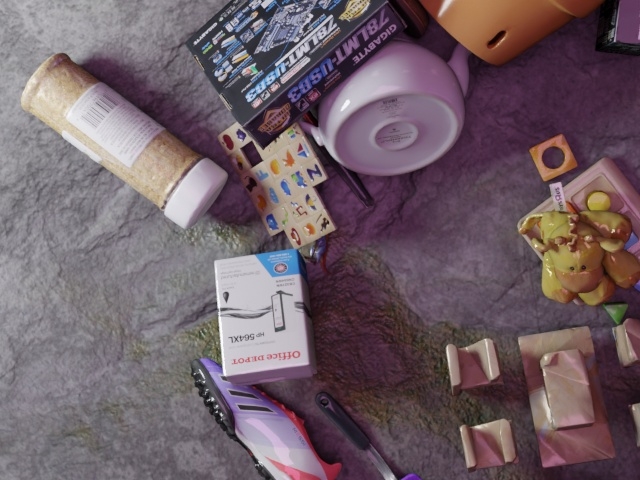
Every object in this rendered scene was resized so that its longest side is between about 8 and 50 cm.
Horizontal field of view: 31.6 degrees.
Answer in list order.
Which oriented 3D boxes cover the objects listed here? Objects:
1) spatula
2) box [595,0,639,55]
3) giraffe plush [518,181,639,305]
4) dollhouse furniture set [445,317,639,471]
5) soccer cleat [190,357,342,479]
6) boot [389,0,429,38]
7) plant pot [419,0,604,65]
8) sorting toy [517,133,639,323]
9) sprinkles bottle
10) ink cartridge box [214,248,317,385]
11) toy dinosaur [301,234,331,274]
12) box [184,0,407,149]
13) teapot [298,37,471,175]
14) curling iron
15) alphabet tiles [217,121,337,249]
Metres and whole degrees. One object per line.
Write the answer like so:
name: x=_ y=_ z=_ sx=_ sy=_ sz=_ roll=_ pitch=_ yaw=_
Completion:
spatula: x=0.092 y=0.376 z=1.954 sx=0.084 sy=0.030 sz=0.296 roll=-41 pitch=90 yaw=9
box: x=0.494 y=-0.374 z=1.782 sx=0.078 sy=0.180 sz=0.147 roll=7 pitch=95 yaw=4
giraffe plush: x=0.411 y=0.016 z=1.783 sx=0.181 sy=0.170 sz=0.210 roll=-30 pitch=95 yaw=13
dollhouse furniture set: x=0.418 y=0.349 z=1.867 sx=0.362 sy=0.256 sz=0.394 roll=-9 pitch=73 yaw=5
soccer cleat: x=-0.098 y=0.314 z=1.942 sx=0.116 sy=0.108 sz=0.318 roll=-39 pitch=87 yaw=-17
boot: x=0.103 y=-0.476 z=1.853 sx=0.115 sy=0.112 sz=0.305 roll=-35 pitch=94 yaw=-11
plant pot: x=0.282 y=-0.412 z=1.766 sx=0.291 sy=0.291 sz=0.203 roll=43 pitch=113 yaw=1
sorting toy: x=0.456 y=-0.015 z=1.882 sx=0.196 sy=0.047 sz=0.347 roll=-38 pitch=90 yaw=7
sprinkles bottle: x=-0.329 y=-0.168 z=1.901 sx=0.355 sy=0.121 sz=0.121 roll=37 pitch=97 yaw=2
ink cartridge box: x=-0.092 y=0.130 z=1.889 sx=0.148 sy=0.086 sz=0.203 roll=-9 pitch=71 yaw=5
toy dinosaur: x=0.000 y=0.000 z=1.938 sx=0.090 sy=0.047 sz=0.082 roll=37 pitch=88 yaw=-32
box: x=-0.050 y=-0.327 z=1.797 sx=0.295 sy=0.293 sz=0.073 roll=-41 pitch=135 yaw=6
teapot: x=0.102 y=-0.237 z=1.827 sx=0.256 sy=0.187 sz=0.252 roll=15 pitch=138 yaw=-33
curling iron: x=0.017 y=-0.176 z=1.913 sx=0.068 sy=0.035 sz=0.274 roll=-28 pitch=92 yaw=7
alphabet tiles: x=-0.063 y=-0.105 z=1.873 sx=0.198 sy=0.009 sz=0.237 roll=-26 pitch=93 yaw=49
